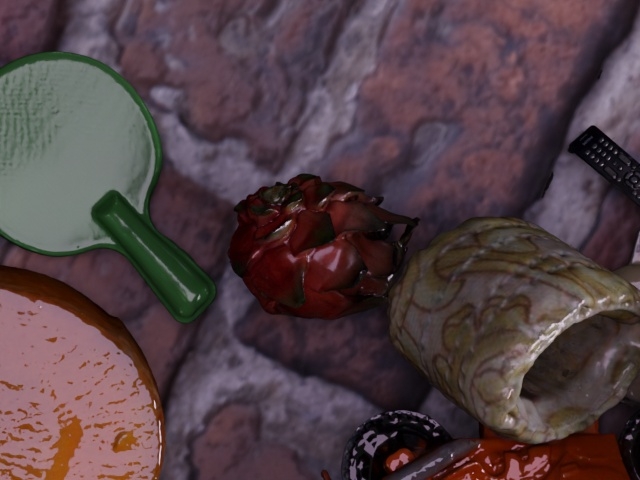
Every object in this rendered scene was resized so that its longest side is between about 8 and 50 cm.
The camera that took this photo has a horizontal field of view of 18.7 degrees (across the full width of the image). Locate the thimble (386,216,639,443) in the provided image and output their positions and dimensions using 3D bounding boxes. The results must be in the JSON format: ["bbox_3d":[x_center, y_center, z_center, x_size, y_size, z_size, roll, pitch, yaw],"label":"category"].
[{"bbox_3d":[0.159,0.064,1.487,0.190,0.143,0.137,-14,122,-36],"label":"thimble"}]

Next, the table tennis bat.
[{"bbox_3d":[-0.180,-0.037,1.555,0.160,0.039,0.257,-43,84,-5],"label":"table tennis bat"}]

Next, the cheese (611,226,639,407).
[{"bbox_3d":[0.259,0.040,1.567,0.097,0.037,0.192,15,87,-3],"label":"cheese"}]

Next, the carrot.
[{"bbox_3d":[-0.275,0.148,1.497,0.307,0.100,0.258,-8,89,-7],"label":"carrot"}]

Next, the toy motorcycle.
[{"bbox_3d":[0.166,0.237,1.506,0.326,0.148,0.221,-2,76,-1],"label":"toy motorcycle"}]

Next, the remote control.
[{"bbox_3d":[0.242,-0.055,1.567,0.034,0.016,0.091,-40,66,-16],"label":"remote control"}]

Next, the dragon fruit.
[{"bbox_3d":[-0.001,0.003,1.517,0.142,0.121,0.130,20,67,12],"label":"dragon fruit"}]
